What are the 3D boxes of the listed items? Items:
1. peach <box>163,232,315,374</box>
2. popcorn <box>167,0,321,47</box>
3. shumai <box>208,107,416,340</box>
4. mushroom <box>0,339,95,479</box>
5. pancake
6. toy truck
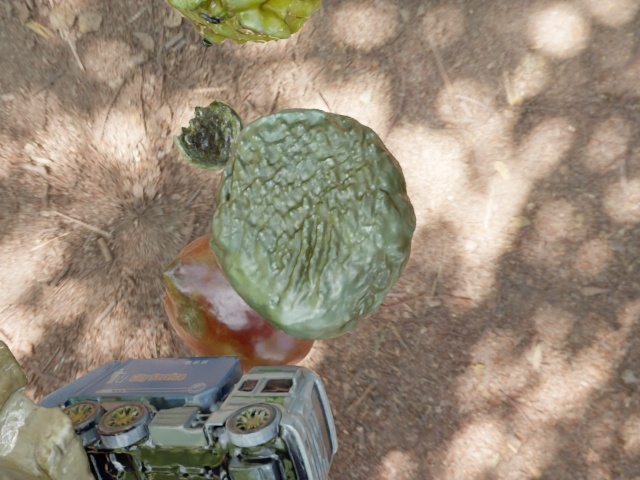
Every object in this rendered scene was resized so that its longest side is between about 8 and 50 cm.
[{"bbox_3d":[-0.119,0.079,1.127,0.257,0.232,0.232,29,84,-47],"label":"peach"},{"bbox_3d":[-0.092,-0.299,0.806,0.218,0.189,0.169,32,85,-33],"label":"popcorn"},{"bbox_3d":[0.000,0.000,0.881,0.225,0.222,0.260,-21,62,2],"label":"shumai"},{"bbox_3d":[-0.326,0.236,0.750,0.151,0.156,0.285,-50,144,-44],"label":"mushroom"},{"bbox_3d":[-0.191,-0.185,1.365,0.116,0.022,0.129,38,79,-21],"label":"pancake"},{"bbox_3d":[-0.162,0.227,0.885,0.367,0.175,0.146,-3,114,22],"label":"toy truck"}]
